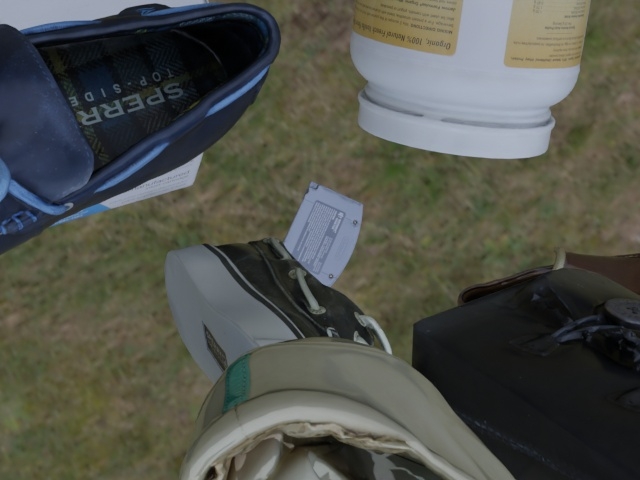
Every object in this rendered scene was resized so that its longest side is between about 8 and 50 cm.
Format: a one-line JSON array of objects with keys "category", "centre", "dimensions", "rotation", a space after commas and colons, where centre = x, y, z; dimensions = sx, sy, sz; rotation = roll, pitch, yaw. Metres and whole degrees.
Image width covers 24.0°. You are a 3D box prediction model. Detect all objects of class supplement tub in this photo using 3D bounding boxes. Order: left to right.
[{"category": "supplement tub", "centre": [0.150, -0.254, 1.461], "dimensions": [0.228, 0.228, 0.316], "rotation": [-2, 109, -32]}]

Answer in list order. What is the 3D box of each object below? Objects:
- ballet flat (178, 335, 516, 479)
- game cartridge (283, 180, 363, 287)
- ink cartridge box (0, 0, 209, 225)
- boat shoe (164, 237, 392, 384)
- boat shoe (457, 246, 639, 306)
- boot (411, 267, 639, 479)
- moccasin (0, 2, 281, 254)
[{"category": "ballet flat", "centre": [0.060, 0.121, 0.357], "dimensions": [0.086, 0.248, 0.086], "rotation": [-47, 174, -7]}, {"category": "game cartridge", "centre": [0.000, 0.000, 1.227], "dimensions": [0.017, 0.056, 0.083], "rotation": [102, 12, -80]}, {"category": "ink cartridge box", "centre": [-0.229, -0.167, 1.484], "dimensions": [0.198, 0.197, 0.270], "rotation": [-18, 163, -19]}, {"category": "boat shoe", "centre": [-0.007, 0.050, 0.672], "dimensions": [0.070, 0.219, 0.078], "rotation": [-15, 119, -17]}, {"category": "boat shoe", "centre": [0.257, 0.052, 1.496], "dimensions": [0.257, 0.095, 0.095], "rotation": [-19, 122, 19]}, {"category": "boot", "centre": [0.316, 0.135, 0.898], "dimensions": [0.367, 0.445, 0.146], "rotation": [3, 101, -35]}, {"category": "moccasin", "centre": [-0.166, -0.069, 0.783], "dimensions": [0.342, 0.138, 0.117], "rotation": [-33, -179, -39]}]
